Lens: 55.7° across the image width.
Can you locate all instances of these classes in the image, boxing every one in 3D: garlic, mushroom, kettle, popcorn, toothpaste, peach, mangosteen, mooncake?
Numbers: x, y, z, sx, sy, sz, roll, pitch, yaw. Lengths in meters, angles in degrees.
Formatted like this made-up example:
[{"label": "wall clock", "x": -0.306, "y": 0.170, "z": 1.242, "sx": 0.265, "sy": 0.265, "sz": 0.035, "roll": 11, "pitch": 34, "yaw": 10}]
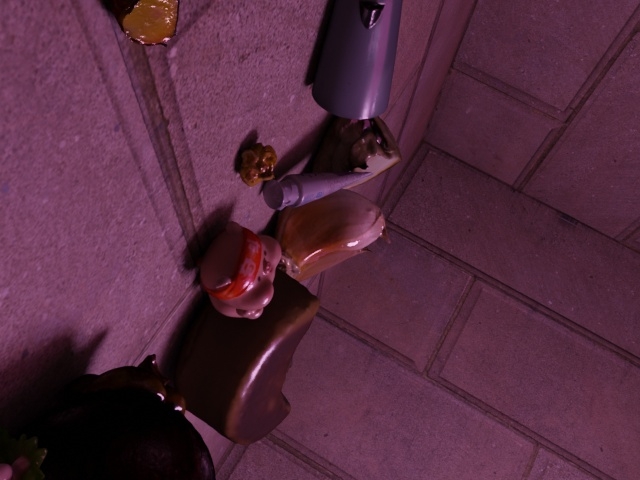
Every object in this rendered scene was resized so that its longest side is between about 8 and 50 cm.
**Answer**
[{"label": "garlic", "x": 0.000, "y": 0.000, "z": 1.586, "sx": 0.312, "sy": 0.249, "sz": 0.286, "roll": -28, "pitch": 130, "yaw": -22}, {"label": "mushroom", "x": 0.068, "y": -0.242, "z": 1.602, "sx": 0.217, "sy": 0.212, "sz": 0.292, "roll": -22, "pitch": -174, "yaw": 19}, {"label": "kettle", "x": 0.083, "y": -0.395, "z": 1.179, "sx": 0.211, "sy": 0.159, "sz": 0.243, "roll": -78, "pitch": 180, "yaw": -48}, {"label": "popcorn", "x": -0.121, "y": -0.141, "z": 1.092, "sx": 0.084, "sy": 0.084, "sz": 0.084, "roll": -58, "pitch": 170, "yaw": -16}, {"label": "toothpaste", "x": -0.004, "y": -0.127, "z": 1.397, "sx": 0.113, "sy": 0.073, "sz": 0.299, "roll": -17, "pitch": 180, "yaw": 43}, {"label": "peach", "x": -0.164, "y": -0.230, "z": 0.585, "sx": 0.077, "sy": 0.050, "sz": 0.083, "roll": -39, "pitch": 166, "yaw": 16}, {"label": "mangosteen", "x": -0.298, "y": 0.328, "z": 0.874, "sx": 0.307, "sy": 0.306, "sz": 0.347, "roll": 109, "pitch": -16, "yaw": -49}, {"label": "mooncake", "x": -0.164, "y": 0.259, "z": 1.437, "sx": 0.394, "sy": 0.246, "sz": 0.393, "roll": -59, "pitch": 162, "yaw": -12}]

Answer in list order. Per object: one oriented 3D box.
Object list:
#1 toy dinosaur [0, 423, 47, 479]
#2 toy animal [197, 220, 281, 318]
[{"label": "toy dinosaur", "x": -0.386, "y": 0.265, "z": 0.636, "sx": 0.194, "sy": 0.152, "sz": 0.177, "roll": -68, "pitch": 162, "yaw": 6}, {"label": "toy animal", "x": -0.159, "y": 0.061, "z": 1.185, "sx": 0.171, "sy": 0.171, "sz": 0.198, "roll": -56, "pitch": 174, "yaw": -24}]
